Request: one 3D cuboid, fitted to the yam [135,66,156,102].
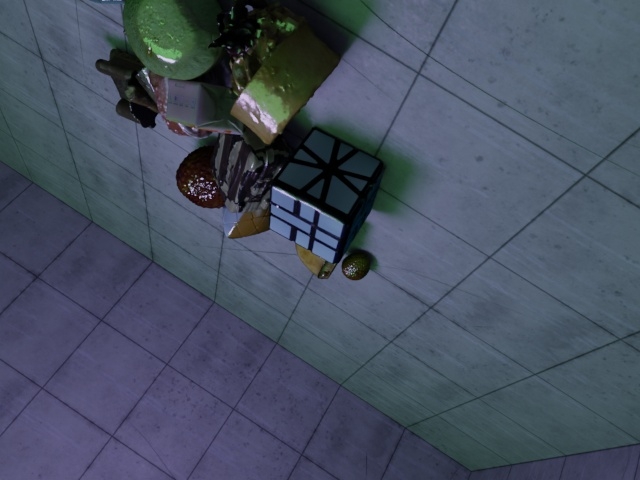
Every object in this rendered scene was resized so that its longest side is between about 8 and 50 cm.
[{"bbox_3d":[-0.532,-0.535,1.921,0.153,0.154,0.254,5,144,41],"label":"yam"}]

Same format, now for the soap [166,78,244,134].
[{"bbox_3d":[-0.350,-0.414,1.667,0.199,0.182,0.139,24,107,44],"label":"soap"}]

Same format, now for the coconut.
[{"bbox_3d":[-0.410,-0.614,1.561,0.328,0.328,0.281,34,109,1],"label":"coconut"}]

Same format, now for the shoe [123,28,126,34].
[{"bbox_3d":[-0.563,-0.685,1.792,0.180,0.089,0.092,4,141,30],"label":"shoe"}]

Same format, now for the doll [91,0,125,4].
[{"bbox_3d":[-0.602,-0.797,1.506,0.161,0.261,0.177,1,148,-2],"label":"doll"}]

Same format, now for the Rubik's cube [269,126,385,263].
[{"bbox_3d":[0.015,-0.143,1.795,0.293,0.289,0.283,26,149,10],"label":"Rubik's cube"}]

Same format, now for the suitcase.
[{"bbox_3d":[-0.251,-0.304,1.870,0.339,0.193,0.352,65,146,22],"label":"suitcase"}]

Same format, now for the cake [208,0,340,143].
[{"bbox_3d":[-0.153,-0.473,1.448,0.321,0.332,0.332,42,150,-10],"label":"cake"}]

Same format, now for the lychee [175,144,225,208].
[{"bbox_3d":[-0.441,-0.248,2.152,0.260,0.261,0.261,25,149,16],"label":"lychee"}]

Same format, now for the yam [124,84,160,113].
[{"bbox_3d":[-0.615,-0.506,1.985,0.061,0.061,0.253,23,-173,19],"label":"yam"}]

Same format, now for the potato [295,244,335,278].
[{"bbox_3d":[0.000,0.000,2.105,0.242,0.243,0.285,31,157,7],"label":"potato"}]

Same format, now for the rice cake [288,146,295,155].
[{"bbox_3d":[-0.145,-0.230,2.045,0.063,0.066,0.336,35,151,8],"label":"rice cake"}]

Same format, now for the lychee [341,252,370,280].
[{"bbox_3d":[0.143,0.108,2.204,0.114,0.114,0.146,39,136,-8],"label":"lychee"}]

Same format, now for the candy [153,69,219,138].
[{"bbox_3d":[-0.444,-0.488,1.804,0.157,0.214,0.290,13,119,37],"label":"candy"}]

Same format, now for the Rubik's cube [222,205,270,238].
[{"bbox_3d":[-0.344,-0.114,2.268,0.254,0.254,0.254,25,149,16],"label":"Rubik's cube"}]

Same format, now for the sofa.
[{"bbox_3d":[-0.721,-0.558,2.033,0.199,0.182,0.258,24,149,19],"label":"sofa"}]
